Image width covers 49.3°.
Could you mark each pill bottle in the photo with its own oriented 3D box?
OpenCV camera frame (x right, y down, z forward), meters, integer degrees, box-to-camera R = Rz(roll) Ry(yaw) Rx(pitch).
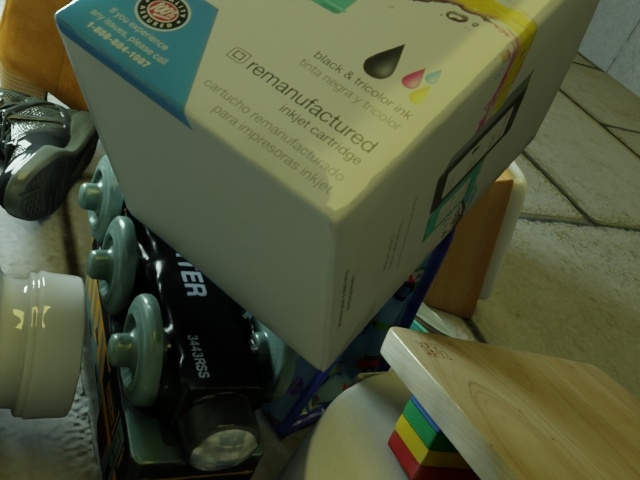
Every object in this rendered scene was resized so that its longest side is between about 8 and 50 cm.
[{"bbox_3d":[-0.316,0.067,0.492,0.272,0.152,0.152,7,37,-27],"label":"pill bottle"}]

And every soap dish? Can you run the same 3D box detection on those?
[{"bbox_3d":[0.154,-0.070,0.962,0.118,0.229,0.291,-4,40,-13],"label":"soap dish"}]

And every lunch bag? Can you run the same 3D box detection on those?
[{"bbox_3d":[0.000,0.000,0.673,0.138,0.293,0.221,-10,46,-43],"label":"lunch bag"}]

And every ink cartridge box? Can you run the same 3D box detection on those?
[{"bbox_3d":[0.018,-0.100,0.462,0.198,0.197,0.270,37,65,18],"label":"ink cartridge box"}]

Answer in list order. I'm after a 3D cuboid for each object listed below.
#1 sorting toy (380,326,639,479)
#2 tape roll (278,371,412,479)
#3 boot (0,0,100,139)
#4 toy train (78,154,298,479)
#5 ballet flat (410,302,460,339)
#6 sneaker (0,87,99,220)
[{"bbox_3d":[0.193,0.186,0.526,0.255,0.089,0.257,14,18,-29],"label":"sorting toy"},{"bbox_3d":[0.141,0.270,0.547,0.392,0.072,0.392,24,27,-14],"label":"tape roll"},{"bbox_3d":[-0.256,-0.226,0.897,0.295,0.211,0.104,9,36,-24],"label":"boot"},{"bbox_3d":[-0.132,0.067,0.583,0.142,0.190,0.334,5,37,-30],"label":"toy train"},{"bbox_3d":[0.145,0.129,0.799,0.068,0.072,0.213,-8,44,-47],"label":"ballet flat"},{"bbox_3d":[-0.339,-0.101,0.783,0.130,0.087,0.227,17,30,-10],"label":"sneaker"}]
